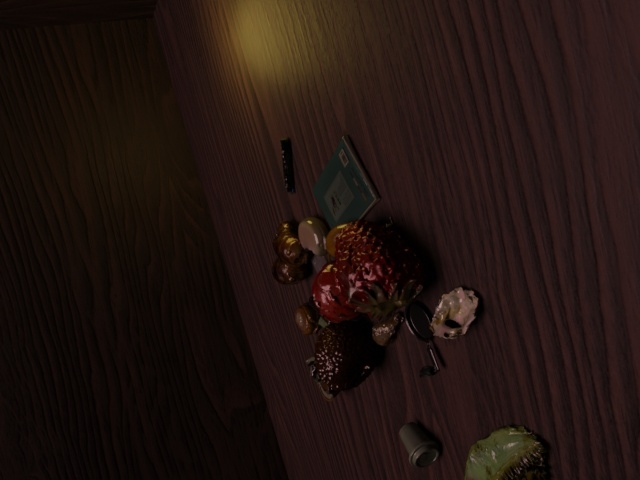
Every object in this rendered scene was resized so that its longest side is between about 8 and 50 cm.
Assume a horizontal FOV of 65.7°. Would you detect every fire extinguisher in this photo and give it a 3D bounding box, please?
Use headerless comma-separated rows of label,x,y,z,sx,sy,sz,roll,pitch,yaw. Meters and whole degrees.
fire extinguisher,0.359,0.445,1.684,0.083,0.025,0.038,135,152,-62

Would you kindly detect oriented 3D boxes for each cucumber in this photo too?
cucumber,-0.146,-0.324,2.185,0.044,0.043,0.257,41,141,55

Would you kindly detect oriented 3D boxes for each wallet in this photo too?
wallet,0.053,0.272,2.015,0.250,0.148,0.044,-143,45,-63

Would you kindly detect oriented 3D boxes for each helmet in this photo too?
helmet,0.038,0.626,2.319,0.198,0.129,0.225,14,128,65

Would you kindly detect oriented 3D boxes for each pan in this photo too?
pan,0.344,0.313,1.623,0.235,0.028,0.136,69,155,14

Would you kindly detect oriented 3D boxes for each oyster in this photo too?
oyster,0.395,0.221,1.430,0.133,0.071,0.209,53,129,47

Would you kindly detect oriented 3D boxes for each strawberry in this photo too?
strawberry,0.182,0.064,1.576,0.292,0.291,0.344,116,149,-55

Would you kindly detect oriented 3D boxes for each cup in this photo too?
cup,0.350,0.734,1.791,0.141,0.119,0.120,-128,31,-54

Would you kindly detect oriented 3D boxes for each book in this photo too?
book,0.015,0.135,2.186,0.182,0.014,0.127,63,153,20
book,0.081,-0.174,1.839,0.264,0.031,0.379,65,154,15

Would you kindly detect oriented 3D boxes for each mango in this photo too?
mango,0.103,-0.004,1.807,0.136,0.099,0.227,40,145,-19

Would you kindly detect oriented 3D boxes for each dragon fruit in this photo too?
dragon fruit,0.083,0.186,1.842,0.241,0.240,0.252,59,176,25

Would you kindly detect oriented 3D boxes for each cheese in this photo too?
cheese,0.000,0.000,2.048,0.286,0.082,0.163,32,135,54

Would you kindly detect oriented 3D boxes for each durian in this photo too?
durian,0.536,0.662,1.421,0.198,0.163,0.395,-78,4,-46

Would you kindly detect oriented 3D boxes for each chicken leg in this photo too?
chicken leg,0.243,0.316,1.789,0.085,0.068,0.198,58,144,24

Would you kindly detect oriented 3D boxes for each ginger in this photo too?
ginger,-0.159,0.074,2.337,0.274,0.152,0.358,53,147,35

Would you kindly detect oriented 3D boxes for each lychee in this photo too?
lychee,0.090,0.441,1.950,0.267,0.267,0.268,42,141,47

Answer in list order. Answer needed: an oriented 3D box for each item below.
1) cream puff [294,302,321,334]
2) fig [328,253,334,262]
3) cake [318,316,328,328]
cream puff,-0.046,0.369,2.341,0.165,0.115,0.150,67,149,33
fig,0.066,0.111,2.025,0.166,0.093,0.094,-96,1,-66
cake,0.084,0.403,2.123,0.235,0.099,0.100,58,153,25
